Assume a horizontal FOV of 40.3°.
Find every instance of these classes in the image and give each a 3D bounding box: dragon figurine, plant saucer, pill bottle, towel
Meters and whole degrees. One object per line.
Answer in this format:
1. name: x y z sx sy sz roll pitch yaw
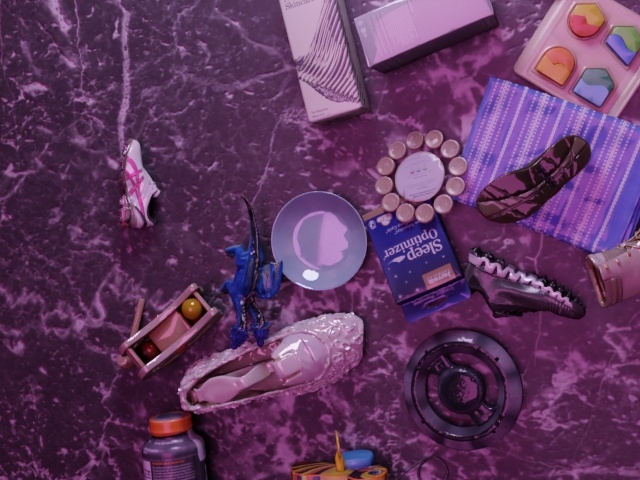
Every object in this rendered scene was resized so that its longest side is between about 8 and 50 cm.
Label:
1. dragon figurine: -0.129 0.066 1.691 0.144 0.085 0.289 28 106 57
2. plant saucer: 0.000 0.000 1.712 0.195 0.037 0.194 1 95 15
3. pill bottle: -0.295 0.477 1.785 0.131 0.130 0.245 -4 93 16
4. towel: 0.420 -0.127 1.568 0.336 0.040 0.243 22 105 13

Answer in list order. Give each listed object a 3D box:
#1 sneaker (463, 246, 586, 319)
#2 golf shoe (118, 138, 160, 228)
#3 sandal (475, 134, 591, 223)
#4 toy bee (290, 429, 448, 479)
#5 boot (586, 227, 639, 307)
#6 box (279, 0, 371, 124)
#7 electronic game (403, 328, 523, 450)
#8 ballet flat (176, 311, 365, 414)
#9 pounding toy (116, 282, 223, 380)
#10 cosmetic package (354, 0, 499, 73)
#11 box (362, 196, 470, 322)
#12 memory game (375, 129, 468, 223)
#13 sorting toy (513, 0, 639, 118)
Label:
1. sneaker: 0.364 0.104 1.597 0.234 0.078 0.106 25 104 17
2. golf shoe: -0.375 -0.116 1.805 0.086 0.067 0.186 0 92 -13
3. sandal: 0.377 -0.108 1.546 0.219 0.060 0.090 -39 89 5
4. toy bee: 0.068 0.454 1.664 0.298 0.162 0.195 -29 84 16
5. boot: 0.539 0.004 1.498 0.165 0.077 0.213 -14 108 -2
6. box: 0.006 -0.364 1.652 0.113 0.094 0.275 -15 90 17
7. electronic game: 0.267 0.282 1.650 0.229 0.048 0.229 0 90 23
8. ballet flat: -0.101 0.259 1.713 0.409 0.147 0.147 -22 88 16
9. pounding toy: -0.338 0.174 1.762 0.269 0.154 0.155 -43 82 14
10. cosmetic package: 0.194 -0.396 1.581 0.238 0.127 0.107 -17 89 18
11. box: 0.179 0.027 1.634 0.136 0.036 0.225 -25 73 16
12. memory game: 0.188 -0.119 1.631 0.186 0.012 0.186 -7 73 26
13. sorting toy: 0.478 -0.333 1.548 0.208 0.038 0.193 34 103 11
